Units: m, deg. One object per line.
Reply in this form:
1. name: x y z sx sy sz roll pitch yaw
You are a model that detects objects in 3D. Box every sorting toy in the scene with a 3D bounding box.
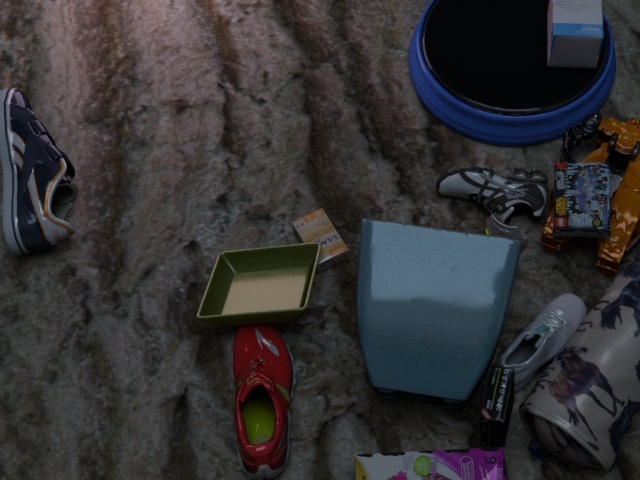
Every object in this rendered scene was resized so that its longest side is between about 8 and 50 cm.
1. sorting toy: 0.313 -0.014 2.030 0.083 0.075 0.045 27 65 18

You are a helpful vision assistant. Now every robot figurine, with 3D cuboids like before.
1. robot figurine: 0.498 -0.092 2.059 0.211 0.085 0.291 23 64 15

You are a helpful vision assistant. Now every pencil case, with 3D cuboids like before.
1. pencil case: 0.482 0.181 1.860 0.159 0.184 0.410 14 55 49

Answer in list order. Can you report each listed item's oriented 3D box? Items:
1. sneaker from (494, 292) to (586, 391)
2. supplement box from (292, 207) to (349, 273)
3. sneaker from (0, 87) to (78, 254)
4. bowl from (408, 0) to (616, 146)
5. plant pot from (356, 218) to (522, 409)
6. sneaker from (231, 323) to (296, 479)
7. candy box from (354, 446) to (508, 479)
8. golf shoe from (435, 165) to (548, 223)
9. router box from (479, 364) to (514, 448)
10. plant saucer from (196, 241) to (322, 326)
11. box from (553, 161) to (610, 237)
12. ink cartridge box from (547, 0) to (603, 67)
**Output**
1. sneaker: 0.361 0.156 1.918 0.080 0.094 0.212 37 68 23
2. supplement box: 0.000 0.000 2.063 0.062 0.036 0.098 -27 62 -11
3. sneaker: -0.504 -0.132 2.123 0.127 0.126 0.321 -11 70 2
4. bowl: 0.362 -0.358 2.227 0.390 0.077 0.391 -1 60 2
5. plant pot: 0.174 0.129 1.867 0.247 0.247 0.252 8 77 8
6. sneaker: -0.091 0.236 1.882 0.107 0.118 0.279 -7 56 -1
7. candy box: 0.170 0.403 1.799 0.233 0.071 0.159 -4 60 2
8. golf shoe: 0.297 -0.077 2.068 0.198 0.077 0.094 0 72 15
9. router box: 0.276 0.261 1.845 0.038 0.122 0.092 10 61 14
10. plant saucer: -0.095 0.081 1.976 0.188 0.045 0.188 -6 34 13
11. box: 0.438 -0.070 1.985 0.093 0.027 0.137 0 59 11
12. ink cartridge box: 0.461 -0.397 2.146 0.089 0.092 0.143 3 61 5
